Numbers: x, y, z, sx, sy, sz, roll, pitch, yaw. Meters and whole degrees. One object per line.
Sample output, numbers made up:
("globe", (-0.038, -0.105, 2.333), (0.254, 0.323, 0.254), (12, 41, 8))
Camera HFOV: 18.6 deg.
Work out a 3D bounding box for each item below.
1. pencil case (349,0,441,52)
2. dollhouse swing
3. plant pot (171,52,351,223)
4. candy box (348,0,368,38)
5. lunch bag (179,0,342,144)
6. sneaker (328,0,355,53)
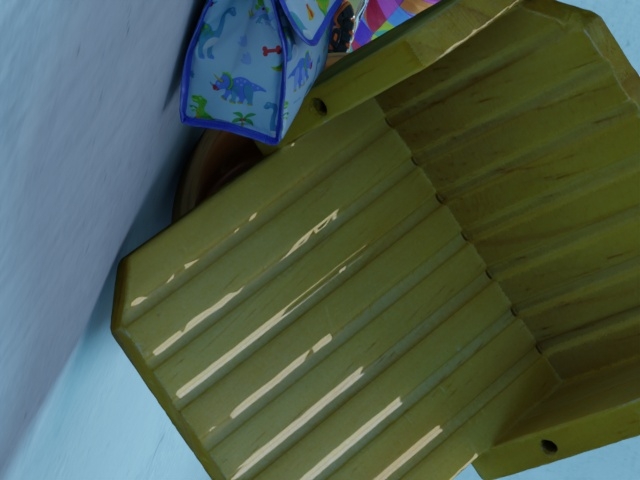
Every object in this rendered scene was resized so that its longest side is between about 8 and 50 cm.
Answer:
("pencil case", (0.087, -0.275, 2.271), (0.236, 0.104, 0.104), (-37, -152, 63))
("dollhouse swing", (0.079, 0.040, 1.450), (0.315, 0.347, 0.305), (-25, -170, 48))
("plant pot", (0.000, 0.000, 1.685), (0.291, 0.291, 0.203), (-68, -167, -13))
("candy box", (0.045, -0.316, 2.120), (0.109, 0.053, 0.186), (83, 27, -85))
("lunch bag", (-0.038, -0.166, 1.401), (0.129, 0.096, 0.151), (-64, 163, -56))
("sneaker", (-0.021, -0.142, 1.950), (0.087, 0.083, 0.221), (-100, -147, -86))
